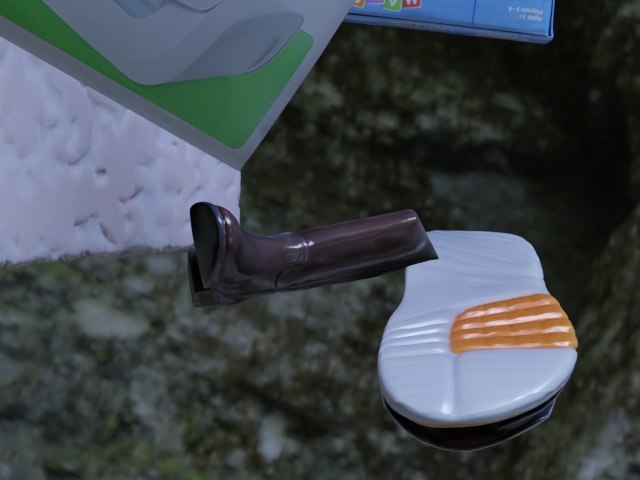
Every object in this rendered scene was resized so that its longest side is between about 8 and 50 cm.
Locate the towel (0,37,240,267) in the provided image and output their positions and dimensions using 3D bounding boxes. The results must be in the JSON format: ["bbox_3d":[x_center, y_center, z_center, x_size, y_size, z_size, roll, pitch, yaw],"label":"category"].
[{"bbox_3d":[-0.167,-0.142,1.163,0.053,0.332,0.317,-3,-90,33],"label":"towel"}]

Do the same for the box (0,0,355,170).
[{"bbox_3d":[-0.134,-0.168,0.662,0.262,0.231,0.127,30,-82,-37],"label":"box"}]

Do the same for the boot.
[{"bbox_3d":[0.000,0.000,0.803,0.114,0.037,0.106,-7,-12,-9],"label":"boot"}]

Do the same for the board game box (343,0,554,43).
[{"bbox_3d":[0.066,-0.228,1.048,0.160,0.039,0.211,7,-90,0],"label":"board game box"}]

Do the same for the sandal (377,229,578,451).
[{"bbox_3d":[0.088,0.064,0.998,0.102,0.265,0.076,1,-72,6],"label":"sandal"}]
